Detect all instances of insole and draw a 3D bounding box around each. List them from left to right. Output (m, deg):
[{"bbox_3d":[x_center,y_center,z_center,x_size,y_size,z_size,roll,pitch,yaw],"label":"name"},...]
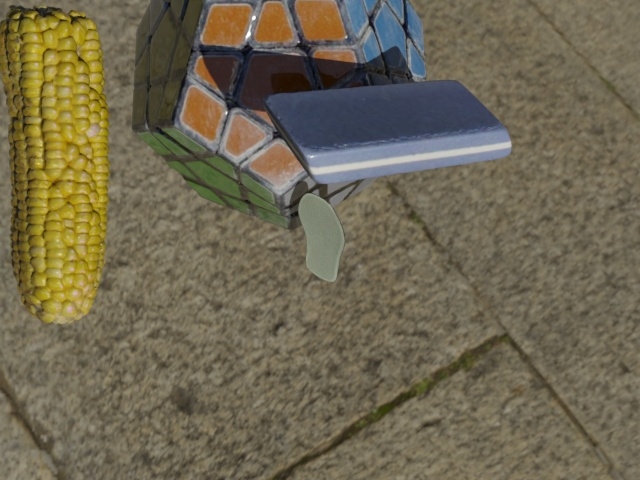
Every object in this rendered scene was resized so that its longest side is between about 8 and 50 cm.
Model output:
[{"bbox_3d":[0.000,0.000,0.880,0.053,0.152,0.002,29,63,14],"label":"insole"}]

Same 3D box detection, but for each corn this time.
[{"bbox_3d":[-0.242,-0.070,0.824,0.101,0.101,0.291,-1,88,-21],"label":"corn"}]

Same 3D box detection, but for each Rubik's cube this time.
[{"bbox_3d":[-0.042,-0.171,0.939,0.319,0.264,0.318,30,55,-53],"label":"Rubik's cube"}]

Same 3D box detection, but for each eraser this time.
[{"bbox_3d":[0.060,-0.094,0.746,0.225,0.036,0.082,-11,49,-32],"label":"eraser"}]
